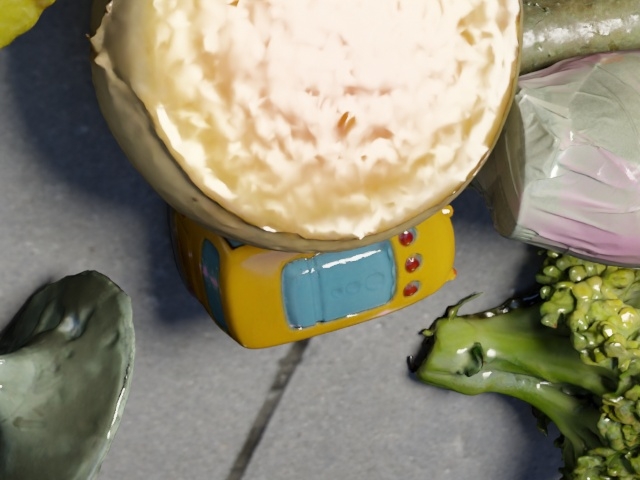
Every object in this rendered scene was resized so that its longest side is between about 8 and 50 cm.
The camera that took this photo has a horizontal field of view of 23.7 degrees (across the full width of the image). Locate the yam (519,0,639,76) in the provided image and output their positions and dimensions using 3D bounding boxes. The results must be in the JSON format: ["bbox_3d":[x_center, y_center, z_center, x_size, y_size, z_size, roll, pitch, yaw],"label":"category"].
[{"bbox_3d":[0.186,-0.161,1.167,0.169,0.068,0.068,-14,124,-15],"label":"yam"}]

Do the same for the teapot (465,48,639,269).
[{"bbox_3d":[0.200,-0.073,1.148,0.178,0.221,0.163,1,115,-9],"label":"teapot"}]

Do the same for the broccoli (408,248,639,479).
[{"bbox_3d":[0.234,0.122,1.292,0.273,0.180,0.242,-6,123,-17],"label":"broccoli"}]

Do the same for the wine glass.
[{"bbox_3d":[-0.335,0.041,0.993,0.406,0.267,0.267,32,105,-39],"label":"wine glass"}]

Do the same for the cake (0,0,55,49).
[{"bbox_3d":[-0.231,-0.196,0.910,0.260,0.179,0.156,-39,124,-3],"label":"cake"}]

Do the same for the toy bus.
[{"bbox_3d":[0.000,0.000,1.154,0.210,0.136,0.126,-15,125,-13],"label":"toy bus"}]

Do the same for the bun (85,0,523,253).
[{"bbox_3d":[-0.018,-0.140,1.040,0.299,0.165,0.298,-3,99,-17],"label":"bun"}]
